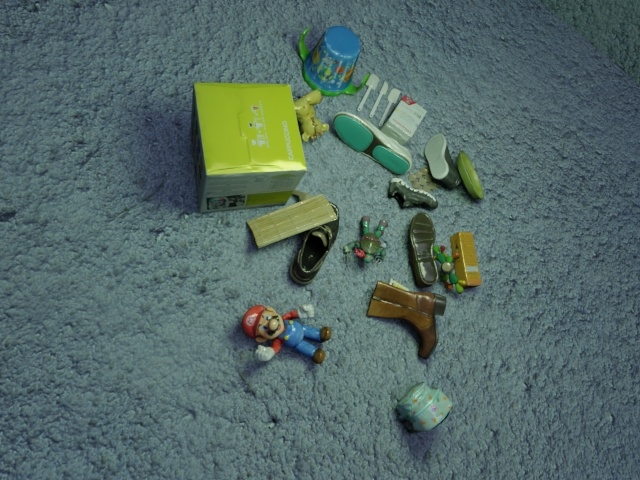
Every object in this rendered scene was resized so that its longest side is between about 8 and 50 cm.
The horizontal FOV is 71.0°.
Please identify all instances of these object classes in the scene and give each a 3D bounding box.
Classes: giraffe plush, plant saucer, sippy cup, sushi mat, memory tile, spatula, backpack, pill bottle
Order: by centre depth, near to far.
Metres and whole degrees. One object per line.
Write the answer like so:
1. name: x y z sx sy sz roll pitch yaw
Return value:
1. backpack: 0.368 0.591 1.591 0.165 0.188 0.144 -36 86 -24
2. sushi mat: -0.107 -0.076 1.669 0.316 0.019 0.152 -21 47 -8
3. pill bottle: 0.309 0.203 1.768 0.116 0.065 0.065 30 66 -6
4. giraffe plush: -0.051 -0.502 1.838 0.181 0.210 0.171 -25 107 6
5. sippy cup: 0.060 -0.783 1.927 0.305 0.224 0.240 3 71 -17
6. plant saucer: 0.666 -0.287 2.009 0.241 0.037 0.241 38 39 -40
7. memory tile: 0.468 -0.268 2.009 0.147 0.012 0.113 -27 82 -24
8. spatula: 0.262 -0.648 2.066 0.168 0.019 0.242 32 66 -12

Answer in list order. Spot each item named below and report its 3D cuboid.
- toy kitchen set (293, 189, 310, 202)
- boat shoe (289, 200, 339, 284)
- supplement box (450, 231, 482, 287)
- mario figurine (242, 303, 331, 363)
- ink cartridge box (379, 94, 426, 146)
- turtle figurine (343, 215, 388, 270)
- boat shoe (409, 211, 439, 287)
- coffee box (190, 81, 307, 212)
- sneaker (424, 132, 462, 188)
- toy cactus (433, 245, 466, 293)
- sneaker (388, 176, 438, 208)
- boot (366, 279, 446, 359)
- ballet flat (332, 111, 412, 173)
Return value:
1. toy kitchen set: -0.074 -0.151 1.782 0.068 0.075 0.084 0 108 -56
2. boat shoe: 0.000 0.000 1.696 0.132 0.130 0.356 25 66 -10
3. supplement box: 0.616 0.083 1.905 0.080 0.078 0.234 0 73 -19
4. mario figurine: -0.113 0.315 1.528 0.320 0.170 0.198 23 32 -18
5. ink cartridge box: 0.360 -0.521 1.992 0.128 0.127 0.176 36 65 -5
6. turtle figurine: 0.194 0.019 1.770 0.175 0.118 0.234 22 61 -10
7. boat shoe: 0.407 0.041 1.838 0.110 0.104 0.308 3 73 -8
8. coffee box: -0.272 -0.324 1.600 0.337 0.334 0.338 -6 75 -20
9. sneaker: 0.558 -0.350 2.029 0.146 0.104 0.296 36 41 -35
10. toy cactus: 0.523 0.113 1.814 0.112 0.180 0.219 -19 78 14
11. sneaker: 0.389 -0.175 1.919 0.234 0.078 0.106 27 69 -4
12. boot: 0.316 0.306 1.712 0.280 0.096 0.265 11 104 -2
13. ballet flat: 0.228 -0.433 1.934 0.400 0.139 0.139 32 65 -10
